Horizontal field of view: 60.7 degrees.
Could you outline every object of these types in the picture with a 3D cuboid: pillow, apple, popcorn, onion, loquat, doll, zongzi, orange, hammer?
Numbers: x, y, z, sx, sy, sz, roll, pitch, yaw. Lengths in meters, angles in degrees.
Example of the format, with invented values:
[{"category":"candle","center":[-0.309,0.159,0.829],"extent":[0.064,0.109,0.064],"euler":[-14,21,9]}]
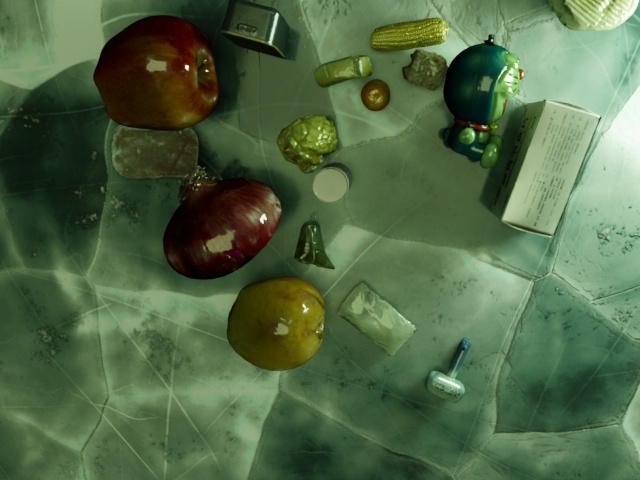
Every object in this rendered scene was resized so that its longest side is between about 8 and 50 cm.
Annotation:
[{"category":"pillow","center":[0.166,0.237,1.618],"extent":[0.229,0.051,0.128],"euler":[40,106,-5]},{"category":"apple","center":[-0.417,-0.426,1.426],"extent":[0.317,0.288,0.288],"euler":[-7,102,18]},{"category":"popcorn","center":[-0.035,-0.266,1.477],"extent":[0.142,0.173,0.173],"euler":[44,104,1]},{"category":"onion","center":[-0.281,-0.061,1.450],"extent":[0.347,0.347,0.285],"euler":[-24,112,11]},{"category":"loquat","center":[-0.126,0.231,1.549],"extent":[0.284,0.276,0.276],"euler":[7,103,8]},{"category":"doll","center":[0.401,-0.353,1.387],"extent":[0.186,0.198,0.322],"euler":[14,113,16]},{"category":"zongzi","center":[0.000,0.000,1.595],"extent":[0.130,0.062,0.154],"euler":[14,88,-18]},{"category":"orange","center":[0.148,-0.391,1.469],"extent":[0.083,0.070,0.083],"euler":[0,113,0]},{"category":"hammer","center":[0.394,0.379,1.621],"extent":[0.116,0.069,0.194],"euler":[24,96,2]}]

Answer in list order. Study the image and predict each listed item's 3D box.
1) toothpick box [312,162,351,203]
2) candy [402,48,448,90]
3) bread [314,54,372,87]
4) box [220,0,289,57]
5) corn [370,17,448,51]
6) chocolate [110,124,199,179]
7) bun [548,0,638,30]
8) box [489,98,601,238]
[{"category":"toothpick box","center":[0.034,-0.159,1.493],"extent":[0.098,0.149,0.098],"euler":[1,103,6]},{"category":"candy","center":[0.275,-0.453,1.440],"extent":[0.110,0.085,0.095],"euler":[22,113,-10]},{"category":"bread","center":[0.058,-0.448,1.441],"extent":[0.156,0.117,0.064],"euler":[-11,103,9]},{"category":"box","center":[-0.161,-0.544,1.406],"extent":[0.144,0.201,0.090],"euler":[17,100,4]},{"category":"corn","center":[0.231,-0.536,1.428],"extent":[0.203,0.072,0.072],"euler":[-6,102,9]},{"category":"chocolate","center":[-0.465,-0.249,1.568],"extent":[0.254,0.080,0.157],"euler":[0,88,5]},{"category":"bun","center":[0.657,-0.614,1.328],"extent":[0.220,0.134,0.220],"euler":[1,98,4]},{"category":"box","center":[0.569,-0.184,1.414],"extent":[0.145,0.173,0.333],"euler":[17,104,5]}]
